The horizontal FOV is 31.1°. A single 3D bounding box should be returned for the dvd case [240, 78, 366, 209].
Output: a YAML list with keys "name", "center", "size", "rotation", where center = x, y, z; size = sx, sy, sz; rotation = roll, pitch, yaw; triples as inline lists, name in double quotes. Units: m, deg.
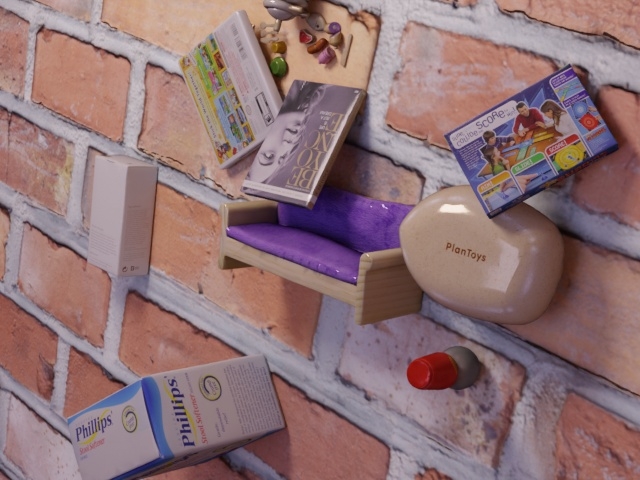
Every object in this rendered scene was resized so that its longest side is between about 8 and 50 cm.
- name: "dvd case"
  center: [-0.031, -0.164, 1.921]
  size: [0.165, 0.018, 0.221]
  rotation: [15, 76, 43]

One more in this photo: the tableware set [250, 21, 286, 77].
- name: "tableware set"
  center: [-0.117, -0.337, 2.062]
  size: [0.154, 0.024, 0.104]
  rotation: [6, 102, 43]

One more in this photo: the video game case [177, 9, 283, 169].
- name: "video game case"
  center: [-0.159, -0.270, 2.086]
  size: [0.206, 0.026, 0.227]
  rotation: [-29, 81, 46]

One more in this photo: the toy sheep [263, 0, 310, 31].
- name: "toy sheep"
  center: [-0.055, -0.417, 1.945]
  size: [0.091, 0.091, 0.132]
  rotation: [15, 86, 43]

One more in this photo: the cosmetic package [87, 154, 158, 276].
- name: "cosmetic package"
  center: [-0.404, -0.052, 2.341]
  size: [0.117, 0.085, 0.231]
  rotation: [21, 107, 42]

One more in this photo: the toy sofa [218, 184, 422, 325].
- name: "toy sofa"
  center: [0.000, 0.000, 1.893]
  size: [0.363, 0.150, 0.177]
  rotation: [20, 110, 42]

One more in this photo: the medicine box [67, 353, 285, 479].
- name: "medicine box"
  center: [-0.264, 0.332, 2.096]
  size: [0.263, 0.289, 0.149]
  rotation: [-31, 73, 43]

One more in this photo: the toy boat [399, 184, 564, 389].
- name: "toy boat"
  center: [0.221, 0.077, 1.703]
  size: [0.267, 0.148, 0.318]
  rotation: [27, 106, 35]

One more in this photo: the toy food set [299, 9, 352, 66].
- name: "toy food set"
  center: [0.000, -0.339, 1.944]
  size: [0.122, 0.019, 0.078]
  rotation: [31, 116, 39]

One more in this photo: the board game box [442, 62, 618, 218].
- name: "board game box"
  center: [0.290, -0.137, 1.594]
  size: [0.201, 0.035, 0.136]
  rotation: [-28, 72, 9]
